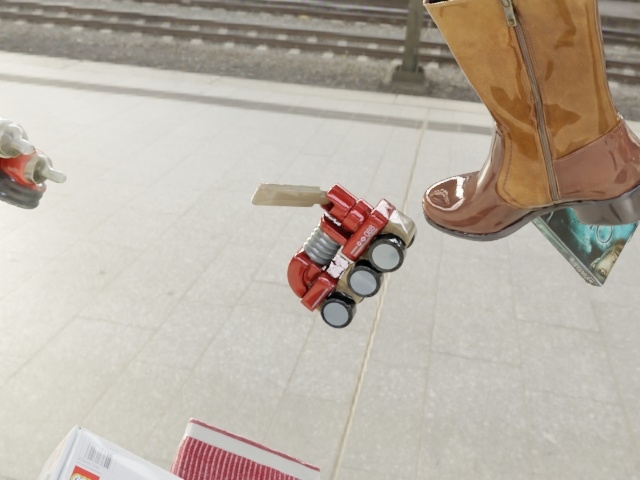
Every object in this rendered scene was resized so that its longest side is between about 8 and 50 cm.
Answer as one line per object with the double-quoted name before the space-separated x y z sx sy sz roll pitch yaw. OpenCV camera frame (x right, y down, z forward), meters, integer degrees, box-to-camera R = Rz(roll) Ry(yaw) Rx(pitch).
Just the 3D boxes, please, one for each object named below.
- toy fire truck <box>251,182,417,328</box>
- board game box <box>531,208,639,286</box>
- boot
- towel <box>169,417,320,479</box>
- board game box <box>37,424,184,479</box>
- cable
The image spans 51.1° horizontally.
"toy fire truck" 0.000 0.000 1.096 0.246 0.217 0.158 39 30 1
"board game box" 0.330 -0.043 0.847 0.186 0.126 0.026 39 -13 -27
"boot" 0.169 -0.117 0.668 0.264 0.280 0.096 4 54 45
"towel" -0.118 0.419 0.924 0.237 0.037 0.329 26 33 -11
"board game box" -0.052 0.261 0.401 0.305 0.053 0.193 36 24 -18
"cable" -0.350 -0.116 0.627 0.287 0.072 0.139 33 -4 26
